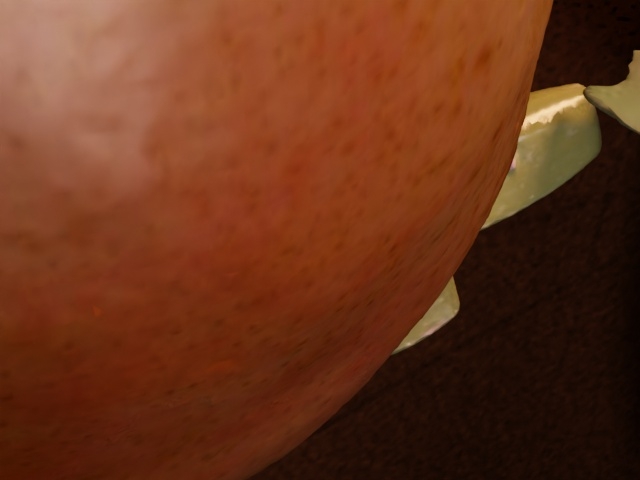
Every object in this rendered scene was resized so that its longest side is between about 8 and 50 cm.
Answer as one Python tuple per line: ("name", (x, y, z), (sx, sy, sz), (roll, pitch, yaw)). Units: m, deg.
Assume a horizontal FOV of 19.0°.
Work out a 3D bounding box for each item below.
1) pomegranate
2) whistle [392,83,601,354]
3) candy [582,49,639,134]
("pomegranate", (-0.081, -0.077, 0.455), (0.319, 0.319, 0.319), (-16, 130, -20))
("whistle", (0.000, 0.000, 0.697), (0.227, 0.085, 0.105), (-27, 133, -9))
("candy", (0.258, 0.002, 0.822), (0.263, 0.172, 0.398), (-34, 146, -12))
